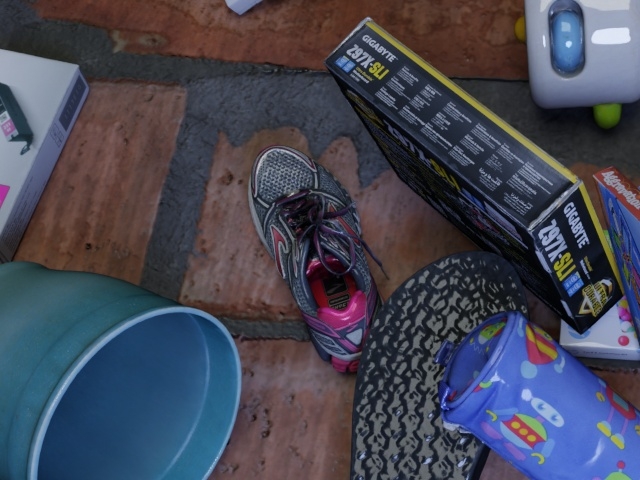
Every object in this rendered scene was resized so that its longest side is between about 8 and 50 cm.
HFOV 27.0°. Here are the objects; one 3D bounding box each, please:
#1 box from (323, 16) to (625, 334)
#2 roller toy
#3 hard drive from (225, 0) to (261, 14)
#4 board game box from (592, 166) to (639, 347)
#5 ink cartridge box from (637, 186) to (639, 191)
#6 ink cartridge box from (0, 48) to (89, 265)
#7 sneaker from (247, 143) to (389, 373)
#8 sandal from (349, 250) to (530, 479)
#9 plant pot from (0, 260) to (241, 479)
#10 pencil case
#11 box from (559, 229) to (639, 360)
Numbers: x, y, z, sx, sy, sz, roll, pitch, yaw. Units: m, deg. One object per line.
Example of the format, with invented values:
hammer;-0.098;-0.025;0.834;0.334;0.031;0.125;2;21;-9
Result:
box;0.166;-0.065;1.408;0.079;0.257;0.322;-43;55;-5
roller toy;0.297;-0.251;1.541;0.146;0.191;0.209;-3;63;10
hard drive;-0.017;-0.453;1.720;0.307;0.040;0.203;-30;59;22
board game box;0.335;0.076;1.296;0.027;0.281;0.145;-24;30;-3
ink cartridge box;0.436;0.033;1.330;0.065;0.311;0.186;-49;57;30
ink cartridge box;-0.452;-0.119;1.686;0.239;0.060;0.275;13;66;15
sneaker;0.000;0.000;1.508;0.121;0.112;0.299;-26;57;-3
sandal;0.106;0.225;1.394;0.167;0.107;0.446;13;79;15
plant pot;-0.269;0.148;1.410;0.255;0.272;0.272;26;70;36
pencil case;0.246;0.198;1.288;0.306;0.119;0.133;39;104;-9
box;0.359;0.061;1.457;0.186;0.038;0.145;3;63;13
